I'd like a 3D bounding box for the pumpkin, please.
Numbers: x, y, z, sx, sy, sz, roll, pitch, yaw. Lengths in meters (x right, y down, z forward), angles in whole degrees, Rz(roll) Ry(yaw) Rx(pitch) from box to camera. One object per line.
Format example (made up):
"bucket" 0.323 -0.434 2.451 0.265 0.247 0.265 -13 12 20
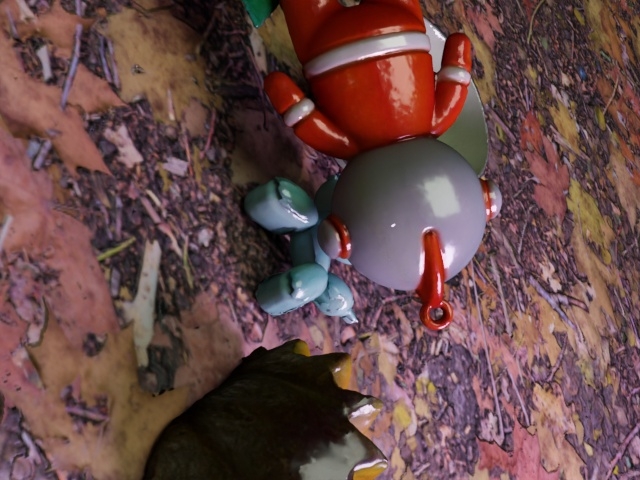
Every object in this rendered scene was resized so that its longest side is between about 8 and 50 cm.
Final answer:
"pumpkin" -0.040 0.179 0.823 0.149 0.130 0.253 20 58 -46

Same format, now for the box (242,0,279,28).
"box" -0.096 -0.377 1.056 0.264 0.106 0.336 60 36 -25

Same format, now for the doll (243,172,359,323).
"doll" 0.000 0.000 1.030 0.159 0.059 0.159 19 56 -44

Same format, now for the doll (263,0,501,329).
"doll" 0.065 -0.083 0.990 0.200 0.105 0.336 -16 85 -14

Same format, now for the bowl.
"bowl" 0.074 -0.134 1.151 0.211 0.112 0.211 28 51 -42
